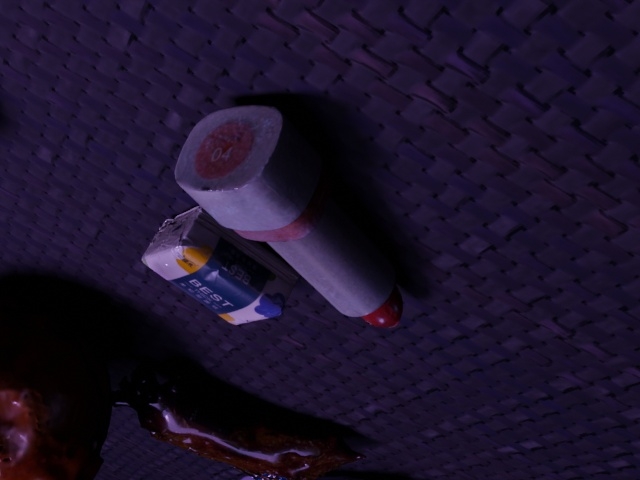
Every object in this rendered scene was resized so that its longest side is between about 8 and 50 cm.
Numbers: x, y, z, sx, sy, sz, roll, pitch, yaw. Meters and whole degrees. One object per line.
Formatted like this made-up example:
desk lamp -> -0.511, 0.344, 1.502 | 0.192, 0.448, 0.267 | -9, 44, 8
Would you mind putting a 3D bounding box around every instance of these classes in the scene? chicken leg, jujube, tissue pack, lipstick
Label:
chicken leg -> -0.078, 0.168, 0.942 | 0.234, 0.063, 0.105 | 21, 157, 2
jujube -> -0.276, 0.146, 0.928 | 0.197, 0.197, 0.290 | 31, 168, -12
tissue pack -> -0.065, 0.018, 0.683 | 0.083, 0.042, 0.062 | 38, 152, -23
lipstick -> 0.000, -0.001, 0.591 | 0.063, 0.057, 0.186 | 2, 151, 36

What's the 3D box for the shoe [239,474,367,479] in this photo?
shoe -> -0.011, 0.266, 1.026 | 0.138, 0.095, 0.245 | 25, 159, -6
